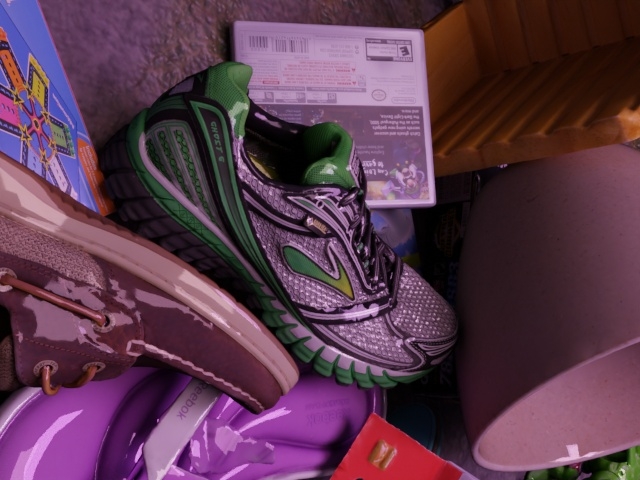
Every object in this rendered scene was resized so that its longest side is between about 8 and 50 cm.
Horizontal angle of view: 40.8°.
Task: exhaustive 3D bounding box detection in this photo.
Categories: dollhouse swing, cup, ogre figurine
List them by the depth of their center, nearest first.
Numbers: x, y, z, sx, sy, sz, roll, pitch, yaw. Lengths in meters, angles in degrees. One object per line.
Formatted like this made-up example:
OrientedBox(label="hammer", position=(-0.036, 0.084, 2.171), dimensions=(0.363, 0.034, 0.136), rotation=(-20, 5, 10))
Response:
OrientedBox(label="cup", position=(0.259, 0.044, 0.816), dimensions=(0.331, 0.331, 0.237), rotation=(15, 46, -43))
OrientedBox(label="dollhouse swing", position=(0.208, -0.281, 0.839), dimensions=(0.315, 0.346, 0.305), rotation=(-43, 115, -39))
OrientedBox(label="ogre figurine", position=(0.331, 0.279, 1.051), dimensions=(0.197, 0.118, 0.097), rotation=(6, 80, -44))

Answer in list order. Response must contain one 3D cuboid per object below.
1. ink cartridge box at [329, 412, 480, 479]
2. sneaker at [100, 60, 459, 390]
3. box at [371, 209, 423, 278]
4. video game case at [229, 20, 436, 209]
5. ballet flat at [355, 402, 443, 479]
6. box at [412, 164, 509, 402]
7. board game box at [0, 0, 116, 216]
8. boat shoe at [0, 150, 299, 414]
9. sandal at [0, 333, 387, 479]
OrientedBox(label="ink cartridge box", position=(0.093, 0.278, 0.709), dimensions=(0.224, 0.056, 0.181), rotation=(34, 80, -1))
OrientedBox(label="sneaker", position=(0.000, 0.000, 0.690), dimensions=(0.343, 0.146, 0.134), rotation=(38, 31, -27))
OrientedBox(label="box", position=(0.049, 0.009, 0.860), dimensions=(0.109, 0.042, 0.178), rotation=(-13, 93, -45))
OrientedBox(label="video game case", position=(0.013, -0.114, 0.801), dimensions=(0.190, 0.022, 0.173), rotation=(-2, 85, -19))
OrientedBox(label="ballet flat", position=(0.053, 0.272, 0.810), dimensions=(0.247, 0.083, 0.087), rotation=(-57, 135, -28))
OrientedBox(label="box", position=(0.239, 0.058, 1.019), dimensions=(0.295, 0.073, 0.294), rotation=(18, 75, -40))
OrientedBox(label="board game box", position=(-0.252, -0.127, 0.589), dimensions=(0.145, 0.027, 0.281), rotation=(-28, 104, -41))
OrientedBox(label="boat shoe", position=(-0.171, 0.040, 0.545), dimensions=(0.342, 0.123, 0.123), rotation=(35, 76, -25))
OrientedBox(label="sandal", position=(-0.069, 0.141, 0.673), dimensions=(0.416, 0.102, 0.169), rotation=(-7, 87, -49))
